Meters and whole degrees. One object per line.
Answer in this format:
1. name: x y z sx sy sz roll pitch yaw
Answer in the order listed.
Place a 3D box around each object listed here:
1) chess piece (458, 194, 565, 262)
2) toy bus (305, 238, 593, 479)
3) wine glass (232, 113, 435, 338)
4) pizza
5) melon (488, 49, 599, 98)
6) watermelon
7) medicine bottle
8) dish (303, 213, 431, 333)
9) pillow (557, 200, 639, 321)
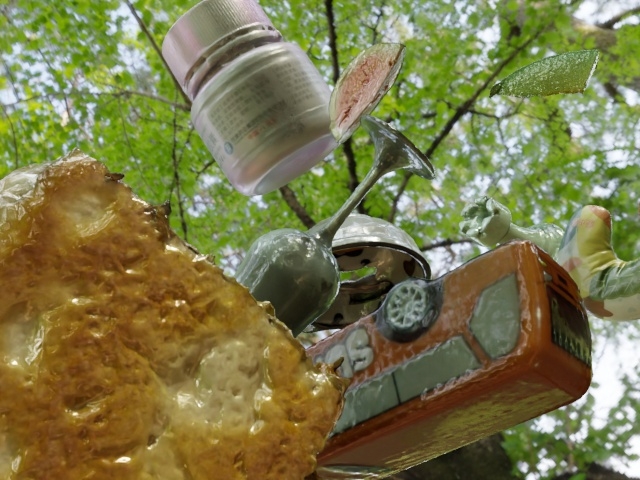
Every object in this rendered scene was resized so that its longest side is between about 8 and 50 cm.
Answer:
1. chess piece: 0.511 -0.002 1.739 0.299 0.195 0.195 28 -75 -29
2. toy bus: -0.006 0.132 0.472 0.408 0.092 0.093 -33 -43 28
3. wine glass: 0.000 0.000 0.512 0.195 0.079 0.079 -51 -45 -2
4. pizza: -0.092 0.109 0.342 0.225 0.336 0.086 -5 -16 -23
5. melon: 0.537 -0.380 1.573 0.261 0.114 0.053 -10 -21 18
6. watermelon: 0.057 -0.224 0.950 0.163 0.069 0.087 -54 -5 16
7. medicine bottle: -0.128 -0.275 1.237 0.256 0.325 0.256 -34 -4 -3
8. dish: 0.050 0.044 1.153 0.302 0.120 0.303 -6 -35 -4
9. pillow: 0.526 0.030 1.122 0.086 0.233 0.214 9 -107 -49
